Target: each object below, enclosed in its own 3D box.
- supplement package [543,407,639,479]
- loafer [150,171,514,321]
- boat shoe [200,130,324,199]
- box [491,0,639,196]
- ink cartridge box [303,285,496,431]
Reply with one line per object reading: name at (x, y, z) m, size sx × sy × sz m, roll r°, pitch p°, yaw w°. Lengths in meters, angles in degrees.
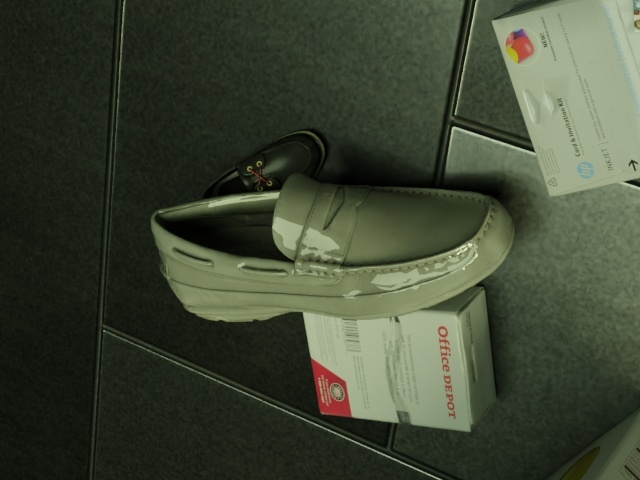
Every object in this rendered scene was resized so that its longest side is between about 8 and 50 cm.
supplement package at (0.213, 0.300, 1.039) m, size 0.198 × 0.262 × 0.199 m, roll 47°, pitch 126°, yaw 6°
loafer at (0.000, 0.000, 1.119) m, size 0.319 × 0.112 × 0.111 m, roll -9°, pitch 131°, yaw 27°
boat shoe at (-0.051, -0.053, 1.191) m, size 0.133 × 0.042 × 0.049 m, roll -28°, pitch 93°, yaw 35°
box at (0.233, -0.121, 0.987) m, size 0.186 × 0.038 × 0.145 m, roll -14°, pitch 102°, yaw 34°
ink cartridge box at (0.069, 0.096, 1.165) m, size 0.150 × 0.063 × 0.109 m, roll 3°, pitch 111°, yaw 30°
